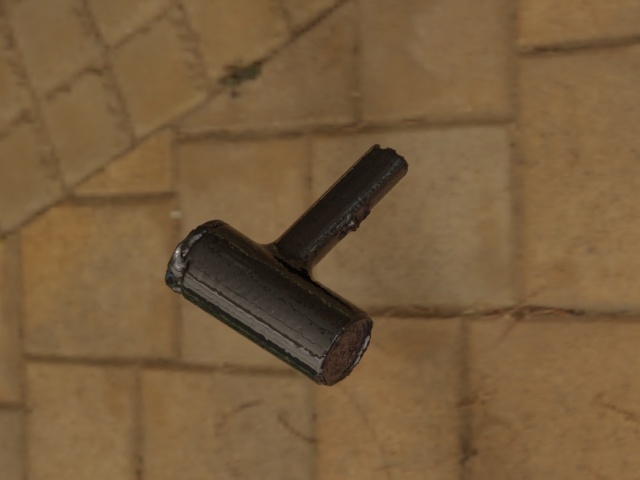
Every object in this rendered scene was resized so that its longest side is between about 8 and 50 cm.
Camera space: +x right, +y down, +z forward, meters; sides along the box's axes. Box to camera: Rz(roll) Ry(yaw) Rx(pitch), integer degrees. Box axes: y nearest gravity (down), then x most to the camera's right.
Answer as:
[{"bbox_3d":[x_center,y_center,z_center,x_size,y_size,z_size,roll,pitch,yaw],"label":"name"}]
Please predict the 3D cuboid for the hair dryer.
[{"bbox_3d":[0.000,0.000,1.569,0.197,0.089,0.251,32,70,24],"label":"hair dryer"}]
